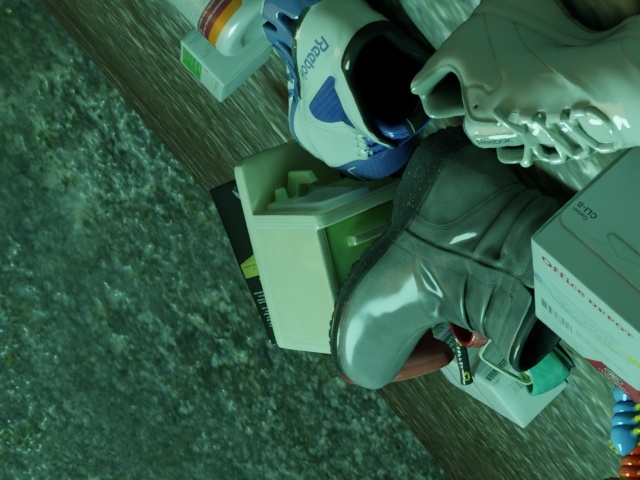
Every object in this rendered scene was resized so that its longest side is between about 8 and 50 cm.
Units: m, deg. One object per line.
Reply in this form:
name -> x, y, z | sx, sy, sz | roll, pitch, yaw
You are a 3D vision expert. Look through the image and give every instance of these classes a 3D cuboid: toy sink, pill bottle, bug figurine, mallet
toy sink -> 0.018, -0.003, 1.543 | 0.131, 0.153, 0.234 | 1, 108, 48
pill bottle -> -0.139, -0.324, 1.481 | 0.221, 0.121, 0.121 | 47, 171, 6
bug figurine -> 0.369, 0.290, 1.567 | 0.072, 0.216, 0.279 | 4, 152, 18
mallet -> 0.179, 0.116, 1.821 | 0.039, 0.062, 0.189 | -117, 21, -71

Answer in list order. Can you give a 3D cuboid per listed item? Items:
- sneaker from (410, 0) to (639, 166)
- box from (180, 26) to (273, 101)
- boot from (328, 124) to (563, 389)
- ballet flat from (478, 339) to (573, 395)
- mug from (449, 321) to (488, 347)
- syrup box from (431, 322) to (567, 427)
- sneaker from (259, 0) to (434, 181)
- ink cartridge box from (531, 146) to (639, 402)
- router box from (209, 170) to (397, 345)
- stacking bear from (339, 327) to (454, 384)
sneaker -> 0.181, -0.098, 0.941 | 0.111, 0.129, 0.297 | 55, 167, -31
box -> -0.127, -0.259, 1.769 | 0.087, 0.102, 0.101 | 45, 170, 0
boot -> 0.142, 0.070, 1.363 | 0.223, 0.118, 0.338 | 44, 128, 35
ballet flat -> 0.233, 0.112, 1.745 | 0.247, 0.087, 0.083 | 49, 171, -7
mug -> 0.168, 0.031, 1.531 | 0.113, 0.150, 0.169 | 35, -179, -24
syrup box -> 0.250, 0.180, 1.937 | 0.096, 0.093, 0.237 | 51, 171, -24
sneaker -> 0.053, -0.140, 1.364 | 0.182, 0.127, 0.315 | 44, 169, 33
ink cartridge box -> 0.266, 0.030, 1.099 | 0.128, 0.127, 0.176 | 44, 171, 23
router box -> 0.000, 0.000, 1.756 | 0.309, 0.081, 0.243 | -16, 96, 53
stacking bear -> 0.068, 0.048, 1.899 | 0.175, 0.164, 0.289 | -135, 28, -73
